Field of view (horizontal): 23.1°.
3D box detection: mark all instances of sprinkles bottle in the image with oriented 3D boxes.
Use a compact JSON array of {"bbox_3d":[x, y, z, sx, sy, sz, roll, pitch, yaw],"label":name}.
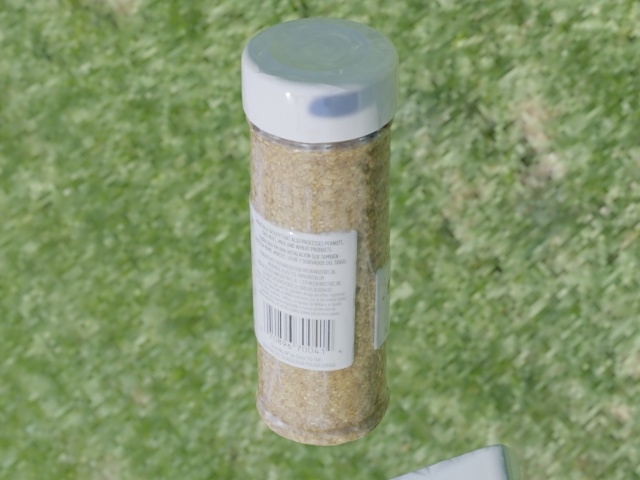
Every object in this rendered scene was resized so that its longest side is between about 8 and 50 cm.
[{"bbox_3d":[0.000,0.000,1.281,0.121,0.121,0.355,30,135,36],"label":"sprinkles bottle"}]

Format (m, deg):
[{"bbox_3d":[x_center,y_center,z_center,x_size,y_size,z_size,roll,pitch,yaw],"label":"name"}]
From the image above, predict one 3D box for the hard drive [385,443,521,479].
[{"bbox_3d":[0.102,0.387,1.445,0.233,0.353,0.047,-23,146,24],"label":"hard drive"}]
